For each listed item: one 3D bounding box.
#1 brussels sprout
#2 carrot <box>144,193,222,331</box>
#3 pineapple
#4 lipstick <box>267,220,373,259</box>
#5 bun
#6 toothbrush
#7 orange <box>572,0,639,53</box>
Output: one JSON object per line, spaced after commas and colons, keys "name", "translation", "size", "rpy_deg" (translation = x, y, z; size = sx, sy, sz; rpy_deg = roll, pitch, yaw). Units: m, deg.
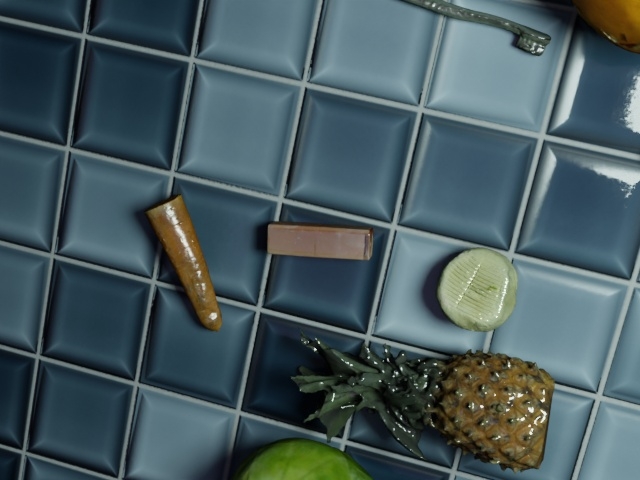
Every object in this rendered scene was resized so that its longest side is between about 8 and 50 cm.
{"name": "brussels sprout", "translation": [-0.030, 0.390, 1.139], "size": [0.243, 0.244, 0.244], "rpy_deg": [2, 100, 10]}
{"name": "carrot", "translation": [-0.190, 0.040, 1.188], "size": [0.061, 0.061, 0.210], "rpy_deg": [-20, 99, 13]}
{"name": "pineapple", "translation": [0.131, 0.217, 1.122], "size": [0.364, 0.165, 0.166], "rpy_deg": [6, 101, 18]}
{"name": "lipstick", "translation": [0.000, 0.000, 1.149], "size": [0.145, 0.045, 0.045], "rpy_deg": [4, 101, 11]}
{"name": "bun", "translation": [0.216, 0.068, 1.109], "size": [0.115, 0.069, 0.115], "rpy_deg": [-3, 79, 18]}
{"name": "toothbrush", "translation": [0.159, -0.307, 1.075], "size": [0.297, 0.030, 0.031], "rpy_deg": [22, 113, 5]}
{"name": "orange", "translation": [0.399, -0.329, 0.920], "size": [0.246, 0.246, 0.246], "rpy_deg": [2, 100, 10]}
